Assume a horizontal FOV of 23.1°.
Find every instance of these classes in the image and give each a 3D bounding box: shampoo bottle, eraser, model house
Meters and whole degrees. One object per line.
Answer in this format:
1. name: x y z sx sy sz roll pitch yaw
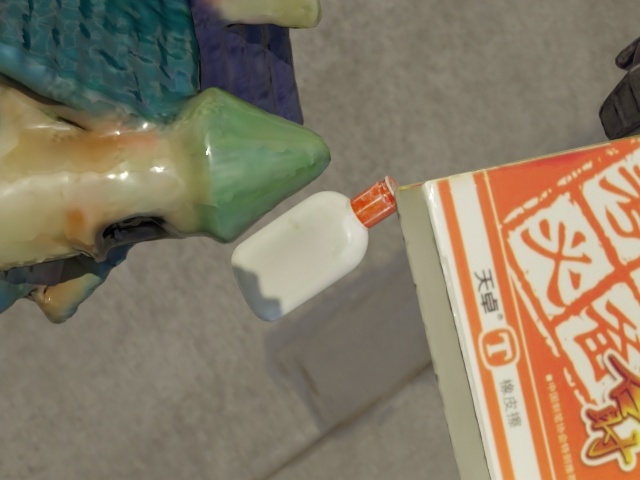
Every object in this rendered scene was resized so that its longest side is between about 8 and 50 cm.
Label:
1. shampoo bottle: 0.000 0.000 1.807 0.221 0.108 0.051 -34 153 19
2. eraser: 0.158 0.028 0.725 0.230 0.038 0.157 -13 89 -23
3. model house: -0.130 -0.073 0.815 0.280 0.312 0.245 -10 128 -2

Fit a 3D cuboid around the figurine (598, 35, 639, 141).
1. figurine: 0.308 -0.122 0.919 0.143 0.308 0.308 35 101 -27
